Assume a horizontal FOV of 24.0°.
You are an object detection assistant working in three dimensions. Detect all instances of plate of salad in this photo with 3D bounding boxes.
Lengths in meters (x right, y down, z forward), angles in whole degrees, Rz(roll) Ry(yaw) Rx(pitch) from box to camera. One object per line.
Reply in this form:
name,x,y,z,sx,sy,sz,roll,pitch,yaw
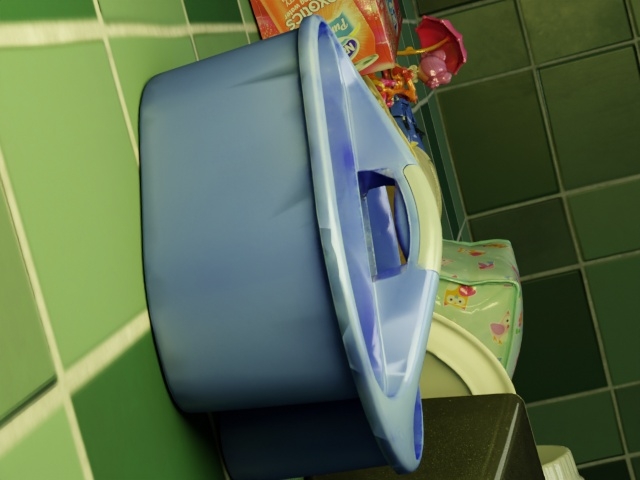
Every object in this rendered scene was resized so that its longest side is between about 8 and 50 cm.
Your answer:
plate of salad,0.078,0.123,1.307,0.048,0.199,0.200,-58,138,-45

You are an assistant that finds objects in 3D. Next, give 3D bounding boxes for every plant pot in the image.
plant pot,0.084,0.255,1.256,0.167,0.188,0.187,-68,146,-50

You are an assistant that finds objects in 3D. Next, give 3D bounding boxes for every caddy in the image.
caddy,-0.004,0.005,1.049,0.241,0.179,0.341,65,15,-53

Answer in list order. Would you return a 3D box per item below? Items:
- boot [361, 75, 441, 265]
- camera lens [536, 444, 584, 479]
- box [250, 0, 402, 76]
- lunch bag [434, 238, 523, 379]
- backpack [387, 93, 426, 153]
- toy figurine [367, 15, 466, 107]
boot,0.071,-0.105,1.800,0.262,0.095,0.203,60,12,-7
camera lens,0.186,0.363,1.512,0.219,0.219,0.274,-8,85,-80
box,0.012,-0.255,1.641,0.257,0.128,0.123,-78,152,-70
lunch bag,0.163,0.143,1.849,0.223,0.160,0.262,-67,162,-75
backpack,0.087,-0.141,1.977,0.101,0.098,0.120,86,-9,-60
toy figurine,0.105,-0.220,1.891,0.130,0.159,0.173,74,6,-47
